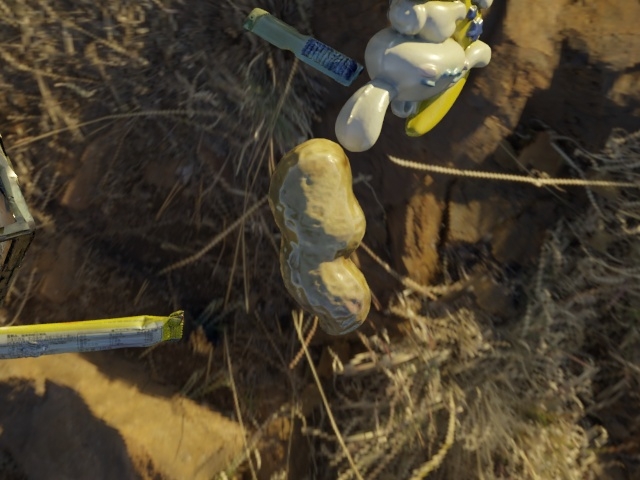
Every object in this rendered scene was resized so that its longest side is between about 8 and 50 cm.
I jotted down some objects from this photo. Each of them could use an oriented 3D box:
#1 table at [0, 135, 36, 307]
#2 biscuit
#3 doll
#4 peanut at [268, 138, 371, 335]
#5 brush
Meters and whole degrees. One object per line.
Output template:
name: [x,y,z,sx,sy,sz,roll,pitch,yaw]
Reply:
table: [-0.539,-0.010,1.393,0.272,0.335,0.222,-16,75,-29]
biscuit: [-0.274,0.093,1.069,0.292,0.048,0.026,-3,59,-12]
doll: [0.124,-0.229,1.361,0.111,0.252,0.237,27,115,27]
peanut: [0.000,0.000,1.267,0.104,0.085,0.227,-1,110,14]
brush: [-0.026,-0.241,1.401,0.178,0.030,0.033,33,92,24]
